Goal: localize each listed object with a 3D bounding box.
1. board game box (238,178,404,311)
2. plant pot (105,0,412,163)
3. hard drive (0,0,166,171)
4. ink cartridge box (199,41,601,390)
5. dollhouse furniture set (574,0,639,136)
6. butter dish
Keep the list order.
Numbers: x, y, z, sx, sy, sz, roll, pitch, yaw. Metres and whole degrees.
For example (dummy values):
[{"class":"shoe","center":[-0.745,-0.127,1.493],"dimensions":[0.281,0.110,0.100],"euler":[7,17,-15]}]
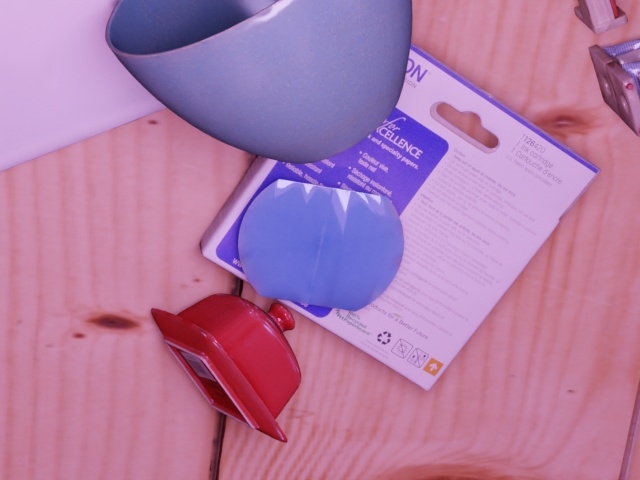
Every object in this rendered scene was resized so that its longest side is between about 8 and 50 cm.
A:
[{"class":"board game box","center":[0.000,0.000,1.901],"dimensions":[0.168,0.033,0.133],"euler":[9,115,-6]},{"class":"plant pot","center":[-0.027,-0.188,1.750],"dimensions":[0.290,0.290,0.195],"euler":[-31,118,4]},{"class":"hard drive","center":[-0.345,-0.178,1.827],"dimensions":[0.353,0.047,0.233],"euler":[-21,114,-1]},{"class":"ink cartridge box","center":[0.081,-0.038,1.948],"dimensions":[0.303,0.072,0.307],"euler":[32,102,-18]},{"class":"dollhouse furniture set","center":[0.338,-0.224,1.878],"dimensions":[0.129,0.129,0.184],"euler":[-21,114,-1]},{"class":"butter dish","center":[-0.077,0.112,1.955],"dimensions":[0.118,0.160,0.160],"euler":[-42,115,-16]}]
